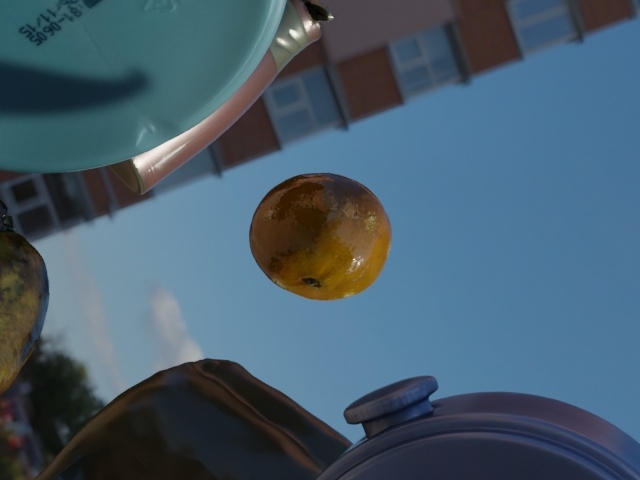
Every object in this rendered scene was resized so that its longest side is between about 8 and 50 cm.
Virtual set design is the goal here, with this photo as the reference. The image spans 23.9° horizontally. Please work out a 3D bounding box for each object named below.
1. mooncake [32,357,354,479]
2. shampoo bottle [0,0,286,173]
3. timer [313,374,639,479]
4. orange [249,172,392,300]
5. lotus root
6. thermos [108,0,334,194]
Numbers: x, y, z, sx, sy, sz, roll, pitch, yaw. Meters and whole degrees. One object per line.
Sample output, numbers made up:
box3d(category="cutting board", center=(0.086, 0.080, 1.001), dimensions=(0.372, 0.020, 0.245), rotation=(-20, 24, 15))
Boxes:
box3d(category="mooncake", center=(-0.148, 0.358, 1.573), dimensions=(0.262, 0.467, 0.467), rotation=(38, -25, 20))
box3d(category="shampoo bottle", center=(-0.213, -0.272, 1.132), dimensions=(0.331, 0.331, 0.342), rotation=(83, -10, -46))
box3d(category="timer", center=(0.132, 0.289, 1.236), dimensions=(0.395, 0.395, 0.173), rotation=(69, 16, 1))
box3d(category="orange", center=(0.000, 0.000, 1.646), dimensions=(0.156, 0.156, 0.124), rotation=(86, 5, -52))
box3d(category="lotus root", center=(-0.221, 0.055, 0.887), dimensions=(0.190, 0.108, 0.094), rotation=(-88, -175, -53))
box3d(category="thermos", center=(-0.123, -0.185, 1.567), dimensions=(0.146, 0.265, 0.176), rotation=(50, -13, 17))
